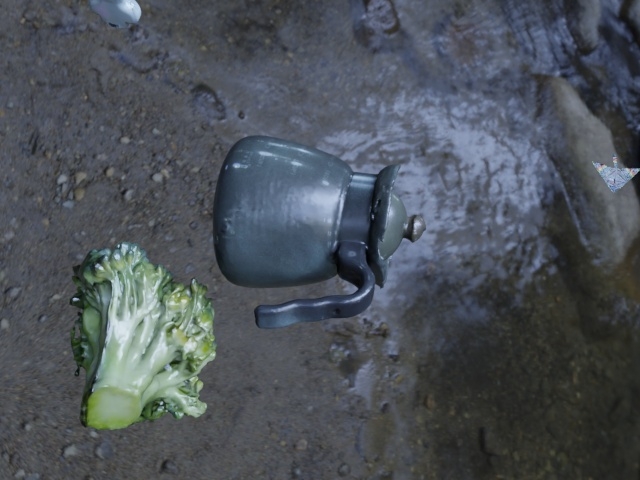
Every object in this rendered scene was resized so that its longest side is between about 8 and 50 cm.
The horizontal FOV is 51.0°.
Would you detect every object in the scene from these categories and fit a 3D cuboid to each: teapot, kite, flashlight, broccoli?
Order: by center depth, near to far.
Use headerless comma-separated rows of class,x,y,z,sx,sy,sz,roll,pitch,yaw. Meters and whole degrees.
teapot,0.002,-0.024,0.929,0.285,0.305,0.223,5,102,9
broccoli,-0.268,0.162,0.992,0.288,0.248,0.245,41,20,-28
flashlight,-0.364,-0.452,1.159,0.093,0.200,0.047,15,63,0
kite,0.682,-0.154,1.548,0.122,0.004,0.090,2,88,-8
